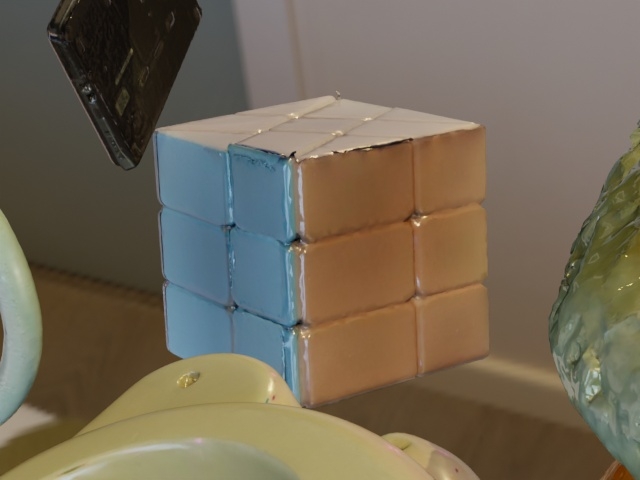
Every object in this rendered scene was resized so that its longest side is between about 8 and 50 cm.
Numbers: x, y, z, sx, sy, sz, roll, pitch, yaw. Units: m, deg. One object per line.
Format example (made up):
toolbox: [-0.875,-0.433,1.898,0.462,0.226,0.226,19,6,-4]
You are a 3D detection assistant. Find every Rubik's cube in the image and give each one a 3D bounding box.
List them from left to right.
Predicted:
Rubik's cube: [0.000,0.000,1.533,0.221,0.225,0.231,-12,17,-34]

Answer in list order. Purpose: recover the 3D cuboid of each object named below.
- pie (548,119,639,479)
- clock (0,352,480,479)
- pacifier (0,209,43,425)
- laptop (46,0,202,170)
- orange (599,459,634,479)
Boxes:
pie: [0.203,-0.011,0.508,0.306,0.071,0.306,-21,29,12]
clock: [-0.052,0.172,0.589,0.284,0.114,0.309,-39,28,-23]
pacifier: [-0.316,0.054,0.956,0.288,0.343,0.269,14,43,9]
laptop: [-0.157,-0.180,1.403,0.026,0.154,0.207,-3,44,21]
orange: [0.339,0.178,0.946,0.424,0.424,0.326,-34,72,-32]
